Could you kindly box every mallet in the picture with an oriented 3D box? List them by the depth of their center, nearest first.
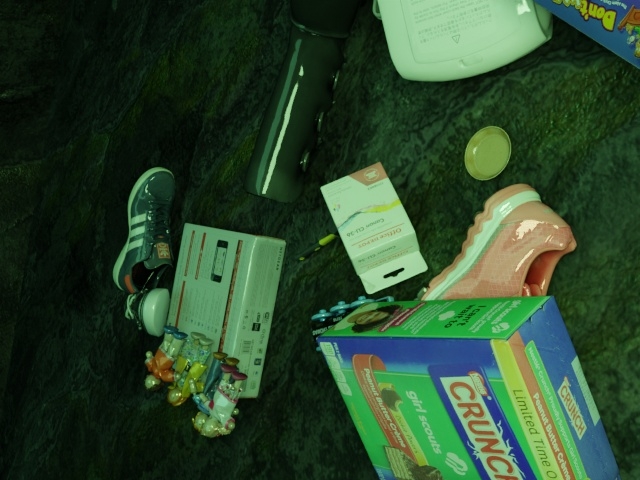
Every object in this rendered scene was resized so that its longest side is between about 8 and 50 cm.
[{"bbox_3d":[0.000,0.000,1.258,0.189,0.062,0.039,-28,59,43],"label":"mallet"}]

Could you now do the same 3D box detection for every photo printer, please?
[{"bbox_3d":[0.201,-0.399,0.993,0.256,0.107,0.308,-8,103,36],"label":"photo printer"}]

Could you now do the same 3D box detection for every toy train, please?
[{"bbox_3d":[0.064,0.142,1.119,0.184,0.105,0.080,-25,68,45],"label":"toy train"}]

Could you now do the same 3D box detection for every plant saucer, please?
[{"bbox_3d":[0.259,-0.132,1.021,0.083,0.015,0.083,-13,73,47],"label":"plant saucer"}]

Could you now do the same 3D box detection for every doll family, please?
[{"bbox_3d":[-0.234,0.290,1.324,0.263,0.118,0.163,27,98,30],"label":"doll family"}]

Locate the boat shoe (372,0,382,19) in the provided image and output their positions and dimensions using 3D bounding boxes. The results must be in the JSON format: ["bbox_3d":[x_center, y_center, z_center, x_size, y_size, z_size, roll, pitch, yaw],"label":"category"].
[{"bbox_3d":[0.169,-0.516,1.089,0.118,0.103,0.320,42,128,32],"label":"boat shoe"}]

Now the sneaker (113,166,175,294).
[{"bbox_3d":[-0.425,-0.008,1.722,0.148,0.131,0.350,30,111,41],"label":"sneaker"}]

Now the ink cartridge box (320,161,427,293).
[{"bbox_3d":[0.089,-0.022,1.115,0.115,0.067,0.198,-24,57,2],"label":"ink cartridge box"}]

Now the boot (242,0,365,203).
[{"bbox_3d":[-0.048,-0.285,1.188,0.146,0.367,0.445,25,100,10],"label":"boot"}]

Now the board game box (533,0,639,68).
[{"bbox_3d":[0.369,-0.316,0.762,0.078,0.233,0.347,89,155,-45],"label":"board game box"}]

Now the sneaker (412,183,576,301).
[{"bbox_3d":[0.232,0.080,0.930,0.136,0.116,0.314,46,118,40],"label":"sneaker"}]

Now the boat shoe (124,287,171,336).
[{"bbox_3d":[-0.407,0.160,1.559,0.301,0.102,0.108,147,133,-81],"label":"boat shoe"}]

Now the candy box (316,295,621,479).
[{"bbox_3d":[0.180,0.214,0.865,0.317,0.122,0.268,-10,108,48],"label":"candy box"}]

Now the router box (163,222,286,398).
[{"bbox_3d":[-0.223,0.140,1.473,0.301,0.082,0.336,11,90,50],"label":"router box"}]
